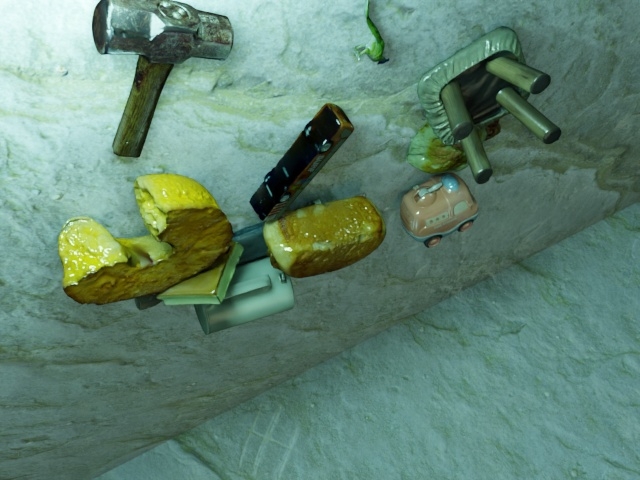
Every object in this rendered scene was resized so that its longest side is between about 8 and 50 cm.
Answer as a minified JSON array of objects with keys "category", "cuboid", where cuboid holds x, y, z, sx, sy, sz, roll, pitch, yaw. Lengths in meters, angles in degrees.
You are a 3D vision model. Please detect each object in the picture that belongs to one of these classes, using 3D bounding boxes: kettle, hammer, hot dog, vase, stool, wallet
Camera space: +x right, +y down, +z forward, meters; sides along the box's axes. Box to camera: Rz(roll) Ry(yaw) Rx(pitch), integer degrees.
[{"category":"kettle","cuboid":[-0.258,0.189,2.089,0.318,0.265,0.205,-15,110,-20]},{"category":"hammer","cuboid":[-0.350,-0.303,1.222,0.242,0.095,0.409,-9,155,-35]},{"category":"hot dog","cuboid":[0.001,0.001,1.967,0.405,0.185,0.223,-13,152,-26]},{"category":"vase","cuboid":[-0.552,0.192,2.019,0.101,0.053,0.053,-14,153,-35]},{"category":"stool","cuboid":[0.463,-0.363,1.680,0.310,0.226,0.310,-32,140,9]},{"category":"wallet","cuboid":[-0.333,0.051,1.970,0.379,0.046,0.190,-22,156,-15]}]

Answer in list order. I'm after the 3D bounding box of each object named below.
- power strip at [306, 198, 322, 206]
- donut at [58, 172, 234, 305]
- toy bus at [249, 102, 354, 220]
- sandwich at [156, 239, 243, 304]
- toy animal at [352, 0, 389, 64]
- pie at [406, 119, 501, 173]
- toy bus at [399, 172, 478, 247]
[{"category":"power strip","cuboid":[-0.007,-0.092,2.037,0.048,0.030,0.191,-28,157,1]},{"category":"donut","cuboid":[-0.449,-0.002,1.613,0.435,0.163,0.377,-32,157,5]},{"category":"toy bus","cuboid":[-0.058,-0.206,1.684,0.092,0.093,0.409,-12,154,-48]},{"category":"sandwich","cuboid":[-0.363,0.087,1.829,0.212,0.245,0.063,-3,128,15]},{"category":"toy animal","cuboid":[0.104,-0.458,1.411,0.075,0.041,0.217,-31,152,5]},{"category":"pie","cuboid":[0.408,-0.318,1.952,0.257,0.105,0.274,10,136,-32]},{"category":"toy bus","cuboid":[0.423,-0.133,2.233,0.288,0.194,0.232,-25,144,-2]}]
